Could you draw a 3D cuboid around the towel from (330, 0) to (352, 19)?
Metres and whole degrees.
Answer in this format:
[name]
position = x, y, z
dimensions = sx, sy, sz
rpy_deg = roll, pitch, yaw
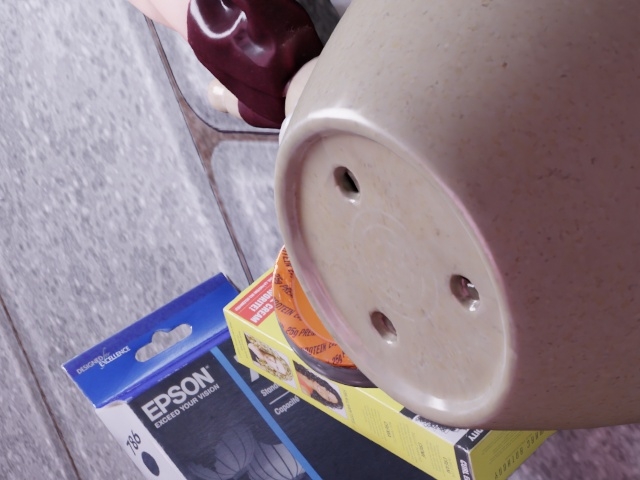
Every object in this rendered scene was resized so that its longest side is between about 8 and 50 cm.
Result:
[towel]
position = 0.057, -0.111, 1.202
dimensions = 0.113, 0.023, 0.152
rpy_deg = -1, 116, 58

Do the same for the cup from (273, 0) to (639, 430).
[cup]
position = 0.119, -0.038, 0.961
dimensions = 0.331, 0.237, 0.331
rpy_deg = 36, 143, 34

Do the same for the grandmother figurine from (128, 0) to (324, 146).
[grandmother figurine]
position = -0.056, -0.146, 1.244
dimensions = 0.342, 0.104, 0.208
rpy_deg = 44, 173, 31

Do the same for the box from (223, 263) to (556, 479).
[box]
position = 0.045, 0.086, 1.320
dimensions = 0.232, 0.087, 0.058
rpy_deg = 29, 147, 38

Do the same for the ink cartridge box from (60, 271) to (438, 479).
[ink cartridge box]
position = -0.030, 0.165, 1.445
dimensions = 0.332, 0.165, 0.065
rpy_deg = 48, 150, 17

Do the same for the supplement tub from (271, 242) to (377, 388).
[supplement tub]
position = 0.041, 0.032, 1.178
dimensions = 0.117, 0.117, 0.190
rpy_deg = 51, -171, 14
